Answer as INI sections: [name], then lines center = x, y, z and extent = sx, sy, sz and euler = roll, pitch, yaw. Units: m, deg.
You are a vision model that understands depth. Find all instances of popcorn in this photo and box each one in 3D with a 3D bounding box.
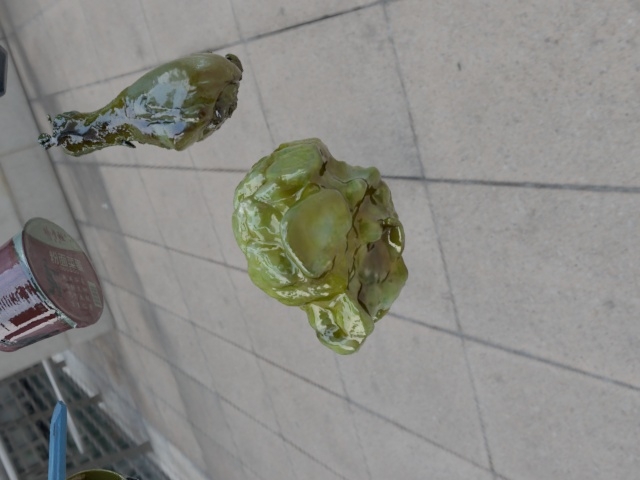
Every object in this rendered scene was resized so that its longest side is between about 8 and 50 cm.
[popcorn]
center = -0.006, 0.000, 1.243
extent = 0.334, 0.292, 0.293
euler = 37, 164, -24

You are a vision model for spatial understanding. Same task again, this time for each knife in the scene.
[knife]
center = -0.325, 0.349, 0.910
extent = 0.044, 0.026, 0.296
euler = -29, 60, 56

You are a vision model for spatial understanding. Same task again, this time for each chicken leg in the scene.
[chicken leg]
center = -0.354, -0.254, 1.450
extent = 0.153, 0.429, 0.201
euler = 33, -135, -72

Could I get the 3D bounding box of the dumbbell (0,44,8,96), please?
[dumbbell]
center = -0.745, -0.330, 1.376
extent = 0.325, 0.144, 0.160
euler = 10, 156, 25

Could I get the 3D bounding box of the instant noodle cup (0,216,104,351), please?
[instant noodle cup]
center = -0.559, 0.095, 1.411
extent = 0.235, 0.178, 0.235
euler = 60, -172, -14

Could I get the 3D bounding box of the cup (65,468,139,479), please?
[cup]
center = -0.387, 0.502, 1.305
extent = 0.131, 0.176, 0.155
euler = 28, 119, 37
